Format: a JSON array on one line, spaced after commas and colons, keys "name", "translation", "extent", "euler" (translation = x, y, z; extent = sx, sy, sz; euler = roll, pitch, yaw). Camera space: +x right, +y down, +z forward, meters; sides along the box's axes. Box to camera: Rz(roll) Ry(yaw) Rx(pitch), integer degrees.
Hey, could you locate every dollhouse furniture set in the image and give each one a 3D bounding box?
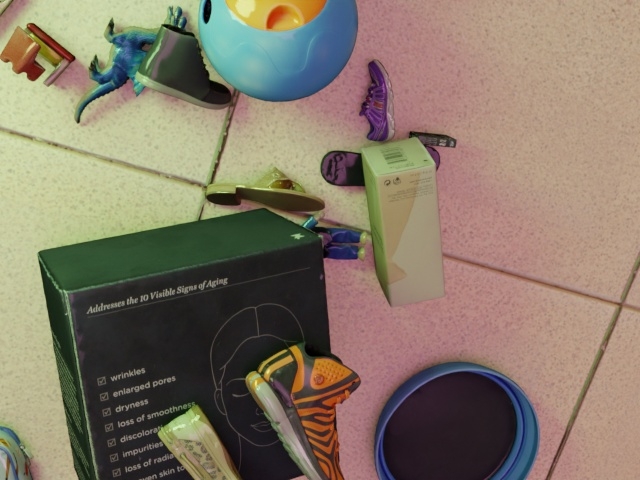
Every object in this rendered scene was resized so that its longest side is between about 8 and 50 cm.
[{"name": "dollhouse furniture set", "translation": [-0.581, -0.437, 1.521], "extent": [0.374, 0.201, 0.152], "euler": [38, 95, -18]}]

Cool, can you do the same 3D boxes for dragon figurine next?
[{"name": "dragon figurine", "translation": [-0.356, -0.324, 1.659], "extent": [0.144, 0.085, 0.289], "euler": [25, 98, -16]}]

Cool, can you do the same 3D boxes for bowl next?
[{"name": "bowl", "translation": [0.308, 0.461, 2.021], "extent": [0.392, 0.077, 0.390], "euler": [-3, 106, -10]}]

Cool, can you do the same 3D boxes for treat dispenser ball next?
[{"name": "treat dispenser ball", "translation": [-0.075, -0.395, 1.589], "extent": [0.288, 0.288, 0.288], "euler": [-3, 106, -11]}]

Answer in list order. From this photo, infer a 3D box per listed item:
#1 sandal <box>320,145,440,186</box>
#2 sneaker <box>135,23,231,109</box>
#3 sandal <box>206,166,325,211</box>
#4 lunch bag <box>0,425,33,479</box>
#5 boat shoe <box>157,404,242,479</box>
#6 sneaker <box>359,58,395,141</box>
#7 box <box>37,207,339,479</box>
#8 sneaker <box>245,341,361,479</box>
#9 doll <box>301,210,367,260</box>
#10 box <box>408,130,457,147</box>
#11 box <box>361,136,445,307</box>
[{"name": "sandal", "translation": [0.129, -0.145, 1.824], "extent": [0.255, 0.054, 0.097], "euler": [-7, 107, -10]}, {"name": "sneaker", "translation": [-0.230, -0.320, 1.638], "extent": [0.222, 0.083, 0.118], "euler": [6, 117, -54]}, {"name": "sandal", "translation": [-0.108, -0.114, 1.776], "extent": [0.240, 0.088, 0.079], "euler": [4, 67, 1]}, {"name": "lunch bag", "translation": [-0.739, 0.512, 1.806], "extent": [0.304, 0.115, 0.243], "euler": [-16, 106, -6]}, {"name": "boat shoe", "translation": [-0.187, 0.424, 1.543], "extent": [0.089, 0.104, 0.285], "euler": [-28, 103, -14]}, {"name": "sneaker", "translation": [0.111, -0.280, 1.779], "extent": [0.071, 0.068, 0.169], "euler": [-7, 108, -3]}, {"name": "box", "translation": [-0.244, 0.227, 1.679], "extent": [0.480, 0.297, 0.471], "euler": [-12, 109, -24]}, {"name": "sneaker", "translation": [0.013, 0.324, 1.598], "extent": [0.180, 0.125, 0.321], "euler": [-34, 115, -14]}, {"name": "doll", "translation": [0.000, 0.000, 1.844], "extent": [0.189, 0.046, 0.129], "euler": [2, 114, -6]}, {"name": "box", "translation": [0.232, -0.210, 1.821], "extent": [0.083, 0.067, 0.018], "euler": [4, 105, -13]}, {"name": "box", "translation": [0.170, -0.034, 1.784], "extent": [0.121, 0.148, 0.311], "euler": [-12, 119, -5]}]
